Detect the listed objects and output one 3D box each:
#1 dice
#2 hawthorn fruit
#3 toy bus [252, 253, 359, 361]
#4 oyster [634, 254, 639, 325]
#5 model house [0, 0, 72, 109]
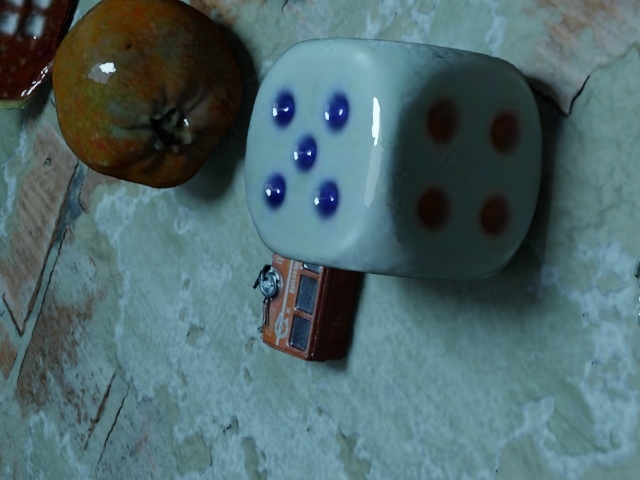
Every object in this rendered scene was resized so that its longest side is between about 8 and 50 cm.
[{"bbox_3d":[0.063,-0.069,1.085,0.194,0.193,0.191,8,95,50],"label":"dice"},{"bbox_3d":[-0.206,-0.183,1.429,0.262,0.211,0.210,52,127,53],"label":"hawthorn fruit"},{"bbox_3d":[0.000,0.000,1.260,0.096,0.074,0.234,22,105,40],"label":"toy bus"},{"bbox_3d":[0.337,0.017,0.813,0.238,0.115,0.351,38,121,36],"label":"oyster"},{"bbox_3d":[-0.459,-0.312,1.772,0.196,0.160,0.254,42,121,43],"label":"model house"}]
